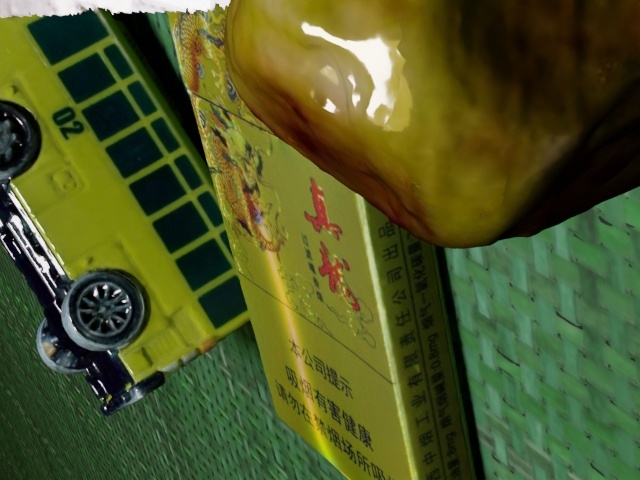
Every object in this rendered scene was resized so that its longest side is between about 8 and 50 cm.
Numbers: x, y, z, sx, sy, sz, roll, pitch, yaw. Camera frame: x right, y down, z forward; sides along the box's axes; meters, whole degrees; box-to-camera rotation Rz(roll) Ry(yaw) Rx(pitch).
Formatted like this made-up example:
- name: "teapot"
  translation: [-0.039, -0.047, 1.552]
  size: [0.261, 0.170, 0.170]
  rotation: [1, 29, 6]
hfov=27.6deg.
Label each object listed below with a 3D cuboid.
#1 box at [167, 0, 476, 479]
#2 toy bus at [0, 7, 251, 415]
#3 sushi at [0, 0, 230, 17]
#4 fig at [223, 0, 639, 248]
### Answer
- name: "box"
  translation: [0.000, 0.000, 0.693]
  size: [0.173, 0.043, 0.311]
  rotation: [32, 141, 52]
- name: "toy bus"
  translation: [-0.149, -0.032, 0.846]
  size: [0.262, 0.150, 0.128]
  rotation: [58, 156, 0]
- name: "sushi"
  translation: [-0.136, -0.249, 0.620]
  size: [0.193, 0.043, 0.279]
  rotation: [3, 113, 23]
- name: "fig"
  translation: [0.047, -0.084, 0.386]
  size: [0.154, 0.144, 0.165]
  rotation: [7, 103, 25]
